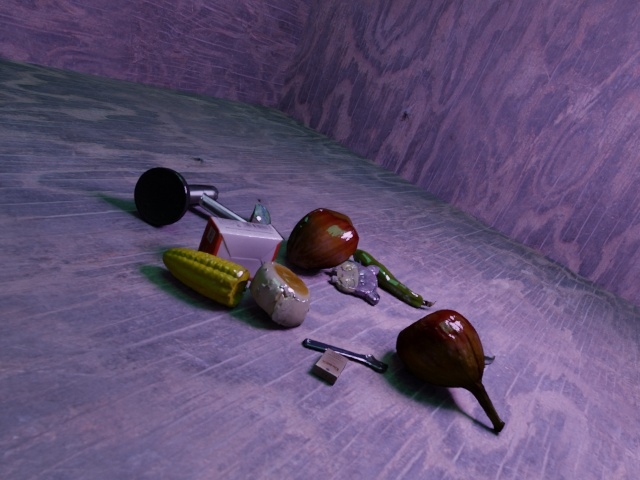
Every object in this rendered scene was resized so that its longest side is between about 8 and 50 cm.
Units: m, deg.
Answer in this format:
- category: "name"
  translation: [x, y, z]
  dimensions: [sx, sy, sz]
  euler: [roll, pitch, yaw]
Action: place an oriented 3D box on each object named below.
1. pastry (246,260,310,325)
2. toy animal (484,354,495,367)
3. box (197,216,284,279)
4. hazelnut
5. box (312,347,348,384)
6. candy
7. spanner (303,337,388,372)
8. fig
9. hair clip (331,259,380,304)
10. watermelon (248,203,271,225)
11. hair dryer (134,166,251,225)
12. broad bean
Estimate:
- category: "pastry"
  translation: [-0.093, 0.122, 1.160]
  dimensions: [0.166, 0.088, 0.166]
  euler: [37, 13, -10]
- category: "toy animal"
  translation: [0.416, 0.322, 1.314]
  dimensions: [0.217, 0.041, 0.075]
  euler: [15, 21, -33]
- category: "box"
  translation: [-0.204, 0.021, 1.257]
  dimensions: [0.182, 0.133, 0.099]
  euler: [5, 28, -35]
- category: "hazelnut"
  translation: [-0.001, -0.003, 1.452]
  dimensions: [0.181, 0.181, 0.212]
  euler: [10, 5, -25]
- category: "box"
  translation: [0.022, 0.265, 1.056]
  dimensions: [0.053, 0.024, 0.083]
  euler: [28, 23, 13]
- category: "candy"
  translation: [-0.265, 0.073, 1.124]
  dimensions: [0.199, 0.094, 0.106]
  euler: [21, -14, 7]
- category: "spanner"
  translation: [0.059, 0.258, 1.127]
  dimensions: [0.208, 0.012, 0.046]
  euler: [19, 22, -11]
- category: "fig"
  translation: [0.316, 0.284, 1.155]
  dimensions: [0.290, 0.190, 0.190]
  euler: [41, 21, -1]
- category: "hair clip"
  translation: [0.103, 0.109, 1.479]
  dimensions: [0.146, 0.056, 0.187]
  euler: [14, 24, -5]
- category: "watermelon"
  translation: [-0.198, -0.069, 1.570]
  dimensions: [0.072, 0.092, 0.084]
  euler: [-16, 13, 4]
- category: "hair dryer"
  translation: [-0.314, -0.104, 1.432]
  dimensions: [0.284, 0.156, 0.320]
  euler: [19, 10, 19]
- category: "broad bean"
  translation: [0.215, 0.121, 1.569]
  dimensions: [0.318, 0.056, 0.098]
  euler: [35, 17, 15]
